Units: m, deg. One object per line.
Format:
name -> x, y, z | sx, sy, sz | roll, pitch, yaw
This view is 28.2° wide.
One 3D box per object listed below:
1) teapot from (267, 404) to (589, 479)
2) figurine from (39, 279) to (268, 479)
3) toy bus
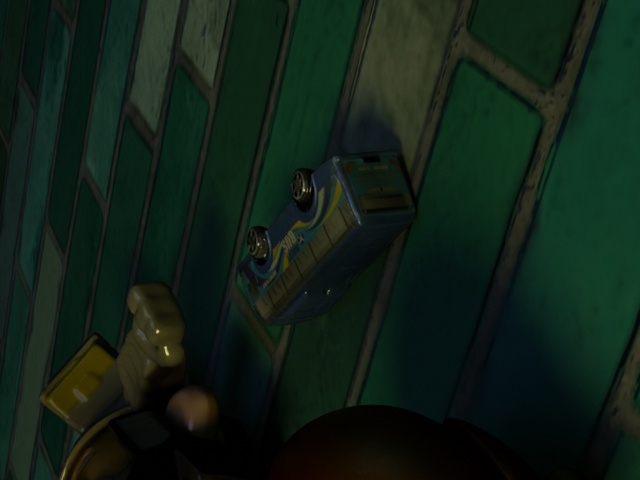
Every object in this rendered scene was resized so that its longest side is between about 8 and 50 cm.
teapot -> 0.059, 0.143, 0.571 | 0.178, 0.135, 0.252 | 63, 173, -6
figurine -> -0.116, 0.177, 0.877 | 0.308, 0.143, 0.308 | 49, 149, 44
toy bus -> 0.000, 0.000, 0.755 | 0.153, 0.051, 0.061 | -49, 52, 52
